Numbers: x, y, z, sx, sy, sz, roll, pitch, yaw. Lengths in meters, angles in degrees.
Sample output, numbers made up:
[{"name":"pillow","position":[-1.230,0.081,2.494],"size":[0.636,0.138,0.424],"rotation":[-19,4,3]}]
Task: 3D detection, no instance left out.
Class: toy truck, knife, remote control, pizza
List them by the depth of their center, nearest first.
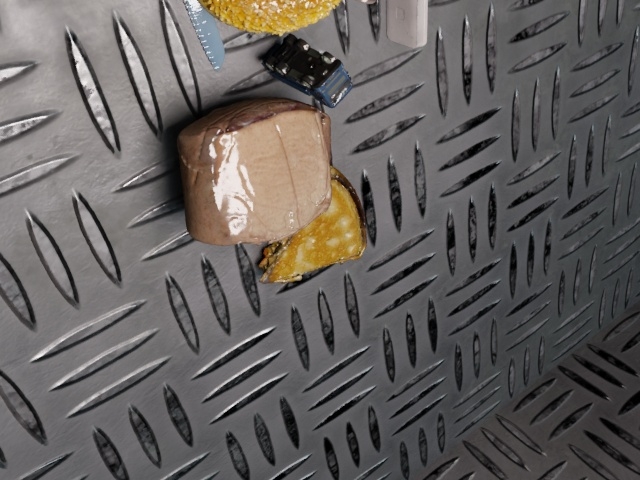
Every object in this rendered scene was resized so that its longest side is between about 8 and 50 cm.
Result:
[{"name":"knife","position":[-0.211,-0.419,1.104],"size":[0.044,0.019,0.313],"rotation":[-29,131,-13]},{"name":"toy truck","position":[-0.031,-0.298,1.190],"size":[0.074,0.202,0.088],"rotation":[-48,139,-6]},{"name":"remote control","position":[0.166,-0.504,1.299],"size":[0.034,0.103,0.250],"rotation":[-23,127,-25]},{"name":"pizza","position":[0.000,0.000,1.485],"size":[0.287,0.074,0.251],"rotation":[-54,135,1]}]

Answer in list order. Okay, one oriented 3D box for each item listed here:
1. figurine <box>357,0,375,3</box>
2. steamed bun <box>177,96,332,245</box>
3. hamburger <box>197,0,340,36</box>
[{"name":"figurine","position":[0.100,-0.605,1.123],"size":[0.248,0.203,0.380],"rotation":[-55,161,-52]},{"name":"steamed bun","position":[-0.129,-0.130,1.228],"size":[0.301,0.199,0.251],"rotation":[-20,110,-41]},{"name":"hamburger","position":[-0.074,-0.456,1.015],"size":[0.302,0.170,0.302],"rotation":[-1,135,-1]}]
